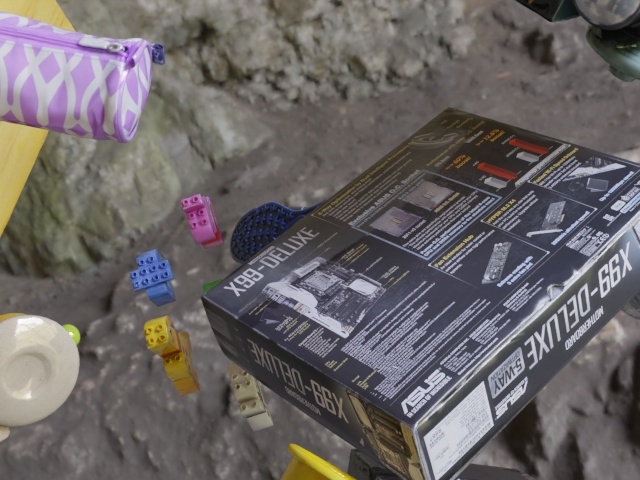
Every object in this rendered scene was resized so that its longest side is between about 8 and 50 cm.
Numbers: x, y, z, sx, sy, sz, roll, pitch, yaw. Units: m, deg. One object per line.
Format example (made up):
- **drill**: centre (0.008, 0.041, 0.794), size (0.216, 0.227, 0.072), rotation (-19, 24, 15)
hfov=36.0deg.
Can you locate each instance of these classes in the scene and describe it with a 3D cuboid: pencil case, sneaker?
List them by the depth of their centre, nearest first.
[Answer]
- **pencil case**: centre (-0.229, -0.133, 0.748), size (0.206, 0.088, 0.086), rotation (10, 62, 0)
- **sneaker**: centre (0.000, 0.000, 1.097), size (0.232, 0.090, 0.081), rotation (-8, 64, 44)

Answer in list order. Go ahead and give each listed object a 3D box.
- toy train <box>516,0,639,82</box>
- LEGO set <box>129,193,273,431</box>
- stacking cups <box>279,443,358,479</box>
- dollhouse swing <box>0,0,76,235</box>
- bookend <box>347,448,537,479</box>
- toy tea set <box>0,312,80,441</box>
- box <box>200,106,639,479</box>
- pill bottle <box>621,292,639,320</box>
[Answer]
- **toy train**: centre (0.250, -0.230, 0.734), size (0.190, 0.142, 0.334), rotation (41, 42, 22)
- **LEGO set**: centre (-0.119, 0.063, 0.879), size (0.087, 0.227, 0.093), rotation (-19, -18, 1)
- **stacking cups**: centre (-0.055, 0.286, 0.595), size (0.096, 0.096, 0.316), rotation (13, 71, 56)
- **dollhouse swing**: centre (-0.464, -0.199, 0.916), size (0.346, 0.315, 0.305), rotation (20, -5, 32)
- **bookend**: centre (0.094, 0.265, 0.814), size (0.156, 0.157, 0.072), rotation (10, -1, -12)
- **toy tea set**: centre (-0.351, 0.090, 0.699), size (0.336, 0.200, 0.124), rotation (-29, 28, -25)
- **box**: centre (0.096, 0.025, 0.782), size (0.307, 0.077, 0.242), rotation (-39, 40, -25)
- **pill bottle**: centre (0.346, 0.029, 0.992), size (0.107, 0.108, 0.180), rotation (-20, -5, -3)
